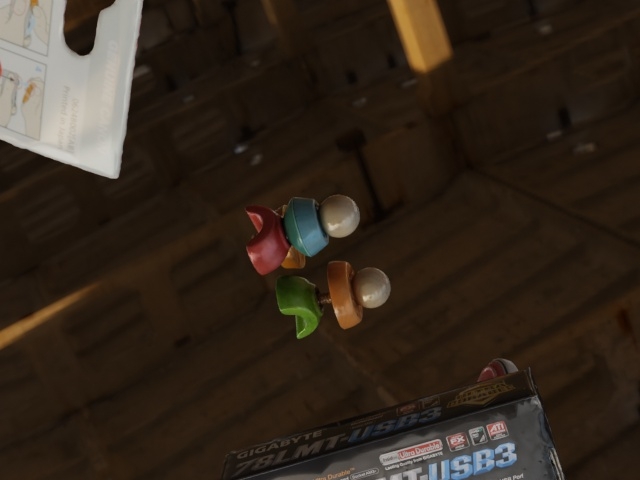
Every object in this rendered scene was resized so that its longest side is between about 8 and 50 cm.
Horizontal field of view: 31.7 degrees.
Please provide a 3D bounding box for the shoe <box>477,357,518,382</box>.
[{"bbox_3d":[0.152,0.205,1.150,0.081,0.178,0.063,12,172,-23],"label":"shoe"}]

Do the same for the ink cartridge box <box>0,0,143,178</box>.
[{"bbox_3d":[-0.283,-0.255,0.860,0.385,0.308,0.091,22,-149,13],"label":"ink cartridge box"}]

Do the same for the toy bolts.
[{"bbox_3d":[0.000,0.000,1.645,0.159,0.228,0.218,-16,-128,11],"label":"toy bolts"}]

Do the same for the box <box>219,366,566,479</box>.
[{"bbox_3d":[0.093,0.294,1.026,0.296,0.293,0.073,-18,-167,7],"label":"box"}]
